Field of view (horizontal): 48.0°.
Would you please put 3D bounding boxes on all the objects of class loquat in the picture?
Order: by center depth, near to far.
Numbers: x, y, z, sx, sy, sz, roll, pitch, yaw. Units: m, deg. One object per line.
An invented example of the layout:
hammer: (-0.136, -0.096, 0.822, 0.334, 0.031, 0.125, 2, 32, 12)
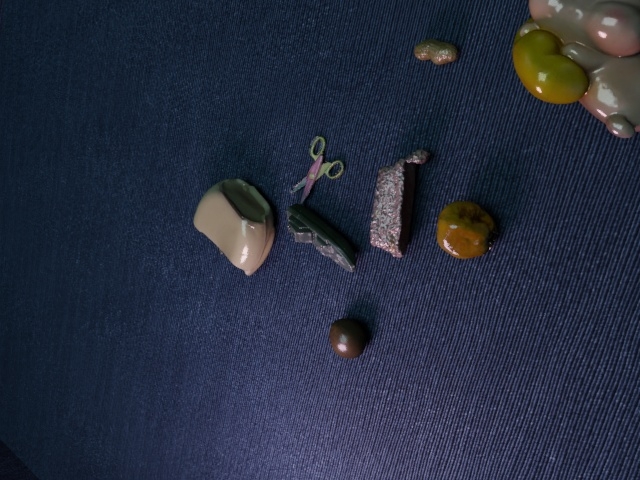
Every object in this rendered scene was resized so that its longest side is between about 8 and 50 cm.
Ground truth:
loquat: (0.323, -0.022, 1.591, 0.137, 0.113, 0.137, 0, 91, 18)

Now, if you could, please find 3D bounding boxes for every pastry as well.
pastry: (0.177, -0.095, 1.705, 0.112, 0.103, 0.265, 18, 101, 19)

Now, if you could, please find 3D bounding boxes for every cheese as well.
cheese: (-0.245, -0.038, 2.051, 0.266, 0.127, 0.233, 47, 125, 28)

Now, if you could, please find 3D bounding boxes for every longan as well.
longan: (0.069, 0.252, 1.848, 0.113, 0.092, 0.113, 52, 168, 16)

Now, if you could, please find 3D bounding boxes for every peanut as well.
peanut: (0.261, -0.428, 1.631, 0.113, 0.054, 0.053, 22, 109, 38)

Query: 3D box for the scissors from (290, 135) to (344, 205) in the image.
scissors: (-0.019, -0.175, 1.913, 0.187, 0.020, 0.133, -52, 61, 29)

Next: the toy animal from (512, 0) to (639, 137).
toy animal: (0.502, -0.357, 1.270, 0.345, 0.278, 0.246, 49, 139, 23)

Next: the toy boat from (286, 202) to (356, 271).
toy boat: (0.000, 0.000, 1.873, 0.260, 0.085, 0.078, 40, 155, 29)
